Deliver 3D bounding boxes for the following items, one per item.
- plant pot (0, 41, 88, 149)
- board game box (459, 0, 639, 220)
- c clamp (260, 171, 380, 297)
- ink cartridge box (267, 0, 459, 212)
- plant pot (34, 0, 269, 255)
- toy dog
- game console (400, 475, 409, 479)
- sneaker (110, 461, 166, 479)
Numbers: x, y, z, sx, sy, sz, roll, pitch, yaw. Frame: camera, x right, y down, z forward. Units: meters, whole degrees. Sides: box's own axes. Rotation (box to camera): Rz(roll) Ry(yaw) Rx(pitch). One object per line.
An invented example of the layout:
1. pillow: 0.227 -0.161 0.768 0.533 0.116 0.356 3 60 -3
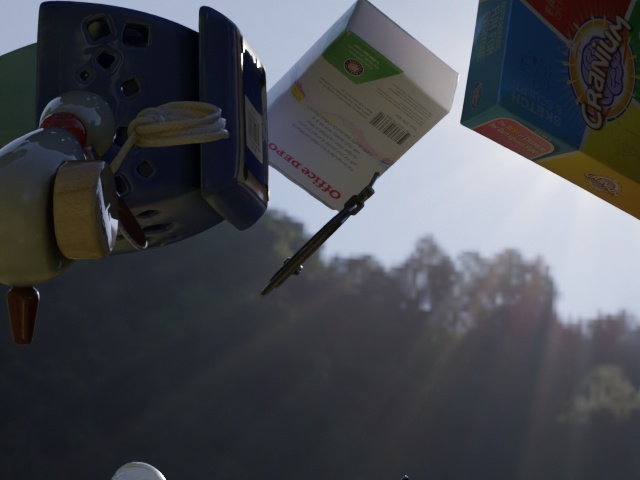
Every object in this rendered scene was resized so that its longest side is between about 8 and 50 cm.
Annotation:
1. plant pot: -0.342 -0.167 2.198 0.234 0.165 0.166 -9 -26 -30
2. board game box: 0.311 -0.178 1.891 0.316 0.242 0.064 25 -29 -28
3. c clamp: 0.000 0.000 1.770 0.022 0.137 0.161 45 -71 -2
4. ink cartridge box: 0.033 -0.154 1.941 0.154 0.093 0.212 36 -54 -14
5. plant pot: -0.171 -0.120 1.784 0.212 0.236 0.236 -4 -11 8
6. toy dog: -0.233 -0.021 1.464 0.220 0.161 0.334 10 20 23
7. game console: 0.046 0.313 1.722 0.107 0.122 0.071 -3 17 -10
8. sneaker: -0.216 0.322 1.869 0.111 0.297 0.129 -16 -68 4
